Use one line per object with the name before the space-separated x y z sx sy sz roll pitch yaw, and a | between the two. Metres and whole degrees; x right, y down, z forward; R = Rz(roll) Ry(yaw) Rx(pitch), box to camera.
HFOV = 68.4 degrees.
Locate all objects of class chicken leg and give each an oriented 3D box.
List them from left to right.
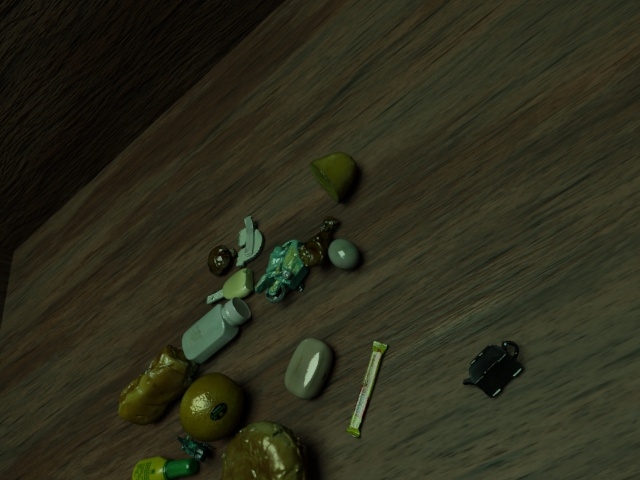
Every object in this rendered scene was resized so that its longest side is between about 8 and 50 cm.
chicken leg | -0.001 0.002 1.750 0.107 0.087 0.251 21 51 14

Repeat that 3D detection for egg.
egg | 0.082 0.048 1.677 0.103 0.103 0.135 -50 43 4

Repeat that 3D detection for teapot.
teapot | 0.452 0.333 1.254 0.177 0.087 0.096 -47 24 7

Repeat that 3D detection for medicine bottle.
medicine bottle | -0.585 0.863 1.759 0.309 0.076 0.111 -23 60 27
medicine bottle | -0.420 0.355 1.894 0.296 0.111 0.161 -42 43 14

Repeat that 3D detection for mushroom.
mushroom | -0.440 0.080 2.082 0.170 0.080 0.135 -33 60 23

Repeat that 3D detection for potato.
potato | 0.068 -0.268 1.838 0.158 0.178 0.203 -35 23 -3

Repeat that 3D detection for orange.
orange | -0.382 0.587 1.660 0.236 0.236 0.236 -18 56 29

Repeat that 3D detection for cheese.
cheese | -0.388 0.212 1.986 0.251 0.054 0.127 -27 49 24

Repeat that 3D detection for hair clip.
hair clip | -0.308 0.002 2.045 0.140 0.054 0.220 -16 60 25

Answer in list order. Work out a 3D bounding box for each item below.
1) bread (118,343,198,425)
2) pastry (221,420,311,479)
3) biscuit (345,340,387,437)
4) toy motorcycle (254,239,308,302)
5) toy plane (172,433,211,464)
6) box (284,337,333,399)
bread | -0.649 0.588 1.888 0.344 0.195 0.149 -46 42 11
pastry | -0.155 0.700 1.428 0.284 0.184 0.316 43 108 33
biscuit | 0.144 0.458 1.457 0.048 0.026 0.292 14 75 21
toy motorcycle | -0.134 0.097 1.810 0.198 0.109 0.296 26 73 38
toy plane | -0.470 0.758 1.721 0.235 0.096 0.060 -6 59 56
box | -0.039 0.426 1.571 0.146 0.088 0.200 14 74 42
